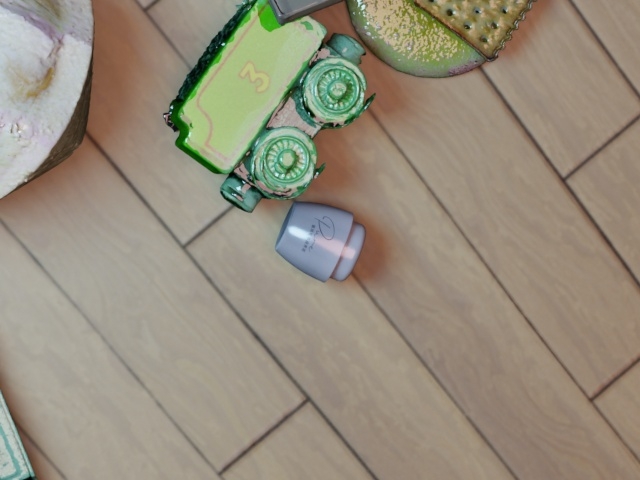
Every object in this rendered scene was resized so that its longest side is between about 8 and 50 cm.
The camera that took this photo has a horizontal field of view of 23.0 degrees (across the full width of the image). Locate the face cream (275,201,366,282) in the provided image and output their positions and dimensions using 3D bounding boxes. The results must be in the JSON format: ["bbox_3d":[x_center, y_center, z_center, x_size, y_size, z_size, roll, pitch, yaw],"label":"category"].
[{"bbox_3d":[0.000,0.000,1.890,0.095,0.091,0.091,23,92,-7],"label":"face cream"}]

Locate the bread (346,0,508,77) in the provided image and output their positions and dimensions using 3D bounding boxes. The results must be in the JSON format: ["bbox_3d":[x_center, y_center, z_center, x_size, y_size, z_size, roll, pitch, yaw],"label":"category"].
[{"bbox_3d":[0.142,-0.310,1.911,0.228,0.033,0.229,-1,96,-12],"label":"bread"}]

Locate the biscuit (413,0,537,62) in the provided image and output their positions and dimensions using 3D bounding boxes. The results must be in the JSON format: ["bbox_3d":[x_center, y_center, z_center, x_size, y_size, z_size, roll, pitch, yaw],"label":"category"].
[{"bbox_3d":[0.211,-0.333,1.899,0.144,0.016,0.203,33,87,-17],"label":"biscuit"}]

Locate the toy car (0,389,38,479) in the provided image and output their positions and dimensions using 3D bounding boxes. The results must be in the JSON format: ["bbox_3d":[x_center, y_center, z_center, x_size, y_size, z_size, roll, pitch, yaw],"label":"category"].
[{"bbox_3d":[-0.413,0.228,1.818,0.141,0.097,0.321,-23,101,-10],"label":"toy car"}]

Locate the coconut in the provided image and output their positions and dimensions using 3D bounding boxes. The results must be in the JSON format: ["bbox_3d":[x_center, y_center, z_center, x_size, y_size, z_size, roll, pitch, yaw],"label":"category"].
[{"bbox_3d":[-0.386,-0.177,1.666,0.309,0.297,0.298,27,91,-30],"label":"coconut"}]

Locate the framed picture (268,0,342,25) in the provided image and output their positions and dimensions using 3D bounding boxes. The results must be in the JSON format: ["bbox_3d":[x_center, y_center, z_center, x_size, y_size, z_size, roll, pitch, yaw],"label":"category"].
[{"bbox_3d":[0.090,-0.464,1.811,0.446,0.028,0.326,-23,76,-10],"label":"framed picture"}]

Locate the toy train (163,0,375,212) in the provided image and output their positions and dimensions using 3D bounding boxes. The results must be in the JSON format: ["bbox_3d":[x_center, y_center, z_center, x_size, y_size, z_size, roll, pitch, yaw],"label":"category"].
[{"bbox_3d":[-0.062,-0.162,1.836,0.188,0.132,0.243,35,86,-10],"label":"toy train"}]
